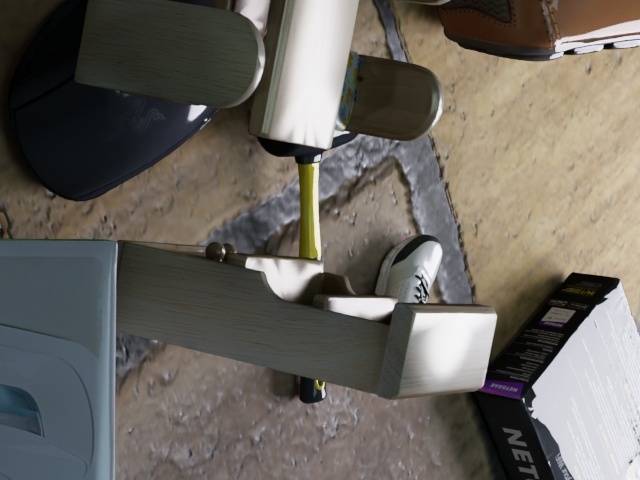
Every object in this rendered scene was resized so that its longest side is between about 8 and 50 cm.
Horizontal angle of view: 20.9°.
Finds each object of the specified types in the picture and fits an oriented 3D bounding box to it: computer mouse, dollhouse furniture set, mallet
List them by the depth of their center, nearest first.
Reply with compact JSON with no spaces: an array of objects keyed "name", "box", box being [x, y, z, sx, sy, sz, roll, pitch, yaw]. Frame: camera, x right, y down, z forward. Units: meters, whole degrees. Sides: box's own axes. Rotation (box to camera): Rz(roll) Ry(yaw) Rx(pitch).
[{"name":"dollhouse furniture set","box":[0.008,-0.060,0.832,0.212,0.161,0.242,4,97,-64]},{"name":"computer mouse","box":[-0.075,-0.153,0.895,0.262,0.060,0.184,-48,128,-33]},{"name":"mallet","box":[0.000,0.000,1.019,0.062,0.039,0.190,-26,118,-45]}]

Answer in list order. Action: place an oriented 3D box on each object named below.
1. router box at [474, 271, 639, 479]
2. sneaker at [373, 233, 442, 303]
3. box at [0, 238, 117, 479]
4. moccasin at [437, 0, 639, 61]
[{"name":"router box","box":[0.186,0.132,1.222,0.133,0.046,0.179,-45,125,-34]},{"name":"sneaker","box":[0.052,0.042,1.070,0.040,0.044,0.109,50,58,-36]},{"name":"box","box":[-0.145,0.125,0.675,0.127,0.262,0.231,-1,83,-9]},{"name":"moccasin","box":[0.226,-0.209,1.172,0.380,0.139,0.147,-8,110,-37]}]
